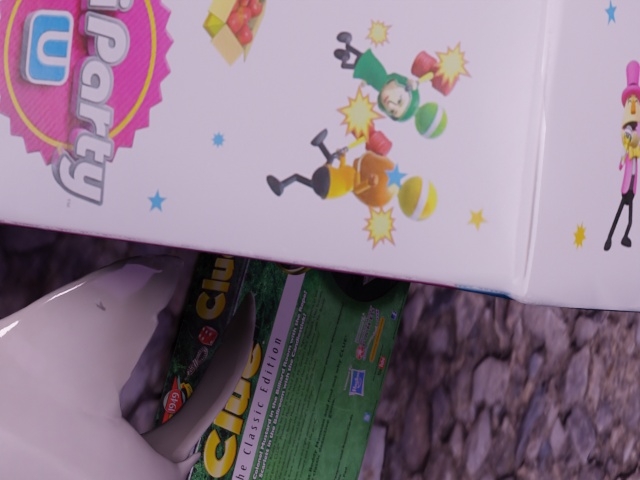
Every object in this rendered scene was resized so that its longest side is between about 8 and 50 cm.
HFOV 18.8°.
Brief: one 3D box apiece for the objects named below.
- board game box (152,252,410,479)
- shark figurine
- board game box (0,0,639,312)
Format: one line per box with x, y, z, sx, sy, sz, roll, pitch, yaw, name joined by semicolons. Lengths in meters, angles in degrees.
0.000;0.000;0.867;0.136;0.030;0.260;35;68;-56;board game box
-0.075;0.047;0.604;0.116;0.166;0.278;-50;147;8;shark figurine
-0.016;-0.041;0.585;0.224;0.303;0.097;6;90;-56;board game box
